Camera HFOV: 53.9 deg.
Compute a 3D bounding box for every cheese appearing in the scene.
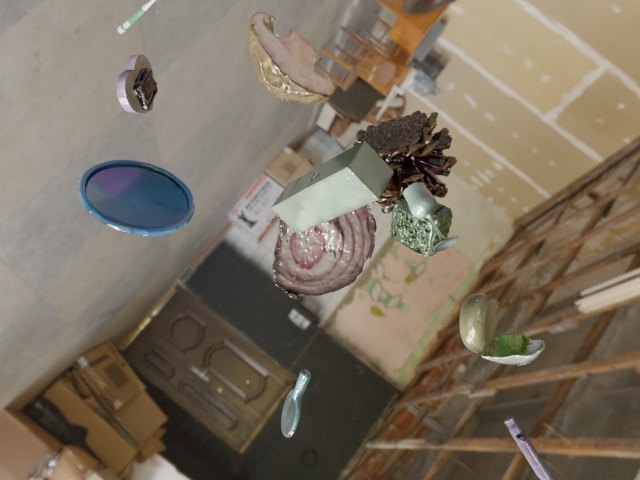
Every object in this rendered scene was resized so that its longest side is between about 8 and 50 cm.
[{"bbox_3d":[0.540,0.283,2.156,0.175,0.091,0.203,18,78,-49],"label":"cheese"}]

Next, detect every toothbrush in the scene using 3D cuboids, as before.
[{"bbox_3d":[-0.420,-0.534,1.472,0.257,0.018,0.024,-8,-137,50],"label":"toothbrush"}]

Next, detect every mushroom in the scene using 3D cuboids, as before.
[{"bbox_3d":[-0.103,-0.456,1.666,0.151,0.285,0.156,-26,-154,50],"label":"mushroom"}]

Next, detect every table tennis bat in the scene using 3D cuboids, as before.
[{"bbox_3d":[-0.083,0.530,2.060,0.149,0.038,0.237,-118,-134,-67],"label":"table tennis bat"}]

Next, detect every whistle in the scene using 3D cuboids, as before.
[{"bbox_3d":[0.514,0.519,1.558,0.033,0.176,0.033,-27,160,-11],"label":"whistle"}]

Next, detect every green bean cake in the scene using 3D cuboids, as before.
[{"bbox_3d":[0.313,-0.050,2.000,0.094,0.181,0.173,-38,147,-35],"label":"green bean cake"}]

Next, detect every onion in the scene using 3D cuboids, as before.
[{"bbox_3d":[0.000,0.000,1.717,0.146,0.280,0.315,-157,-104,-73],"label":"onion"}]

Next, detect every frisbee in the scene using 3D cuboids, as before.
[{"bbox_3d":[-0.388,-0.086,1.335,0.242,0.242,0.045,-50,167,-53],"label":"frisbee"}]

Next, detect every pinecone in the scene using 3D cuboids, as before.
[{"bbox_3d":[0.298,-0.236,2.150,0.384,0.384,0.384,-52,178,-2],"label":"pinecone"}]

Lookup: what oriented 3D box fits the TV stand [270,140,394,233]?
[{"bbox_3d":[0.016,-0.099,1.244,0.269,0.088,0.083,-21,-149,51],"label":"TV stand"}]

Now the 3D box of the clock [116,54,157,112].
[{"bbox_3d":[-0.565,-0.482,1.997,0.172,0.064,0.198,75,23,-51],"label":"clock"}]

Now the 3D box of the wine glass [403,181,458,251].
[{"bbox_3d":[0.303,-0.069,1.758,0.079,0.196,0.079,-21,157,-10],"label":"wine glass"}]

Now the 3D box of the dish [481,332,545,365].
[{"bbox_3d":[0.403,0.232,1.296,0.091,0.039,0.137,-34,-163,-34],"label":"dish"}]
